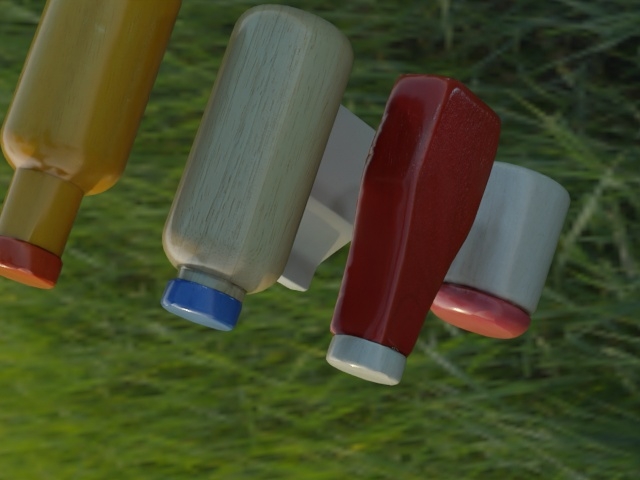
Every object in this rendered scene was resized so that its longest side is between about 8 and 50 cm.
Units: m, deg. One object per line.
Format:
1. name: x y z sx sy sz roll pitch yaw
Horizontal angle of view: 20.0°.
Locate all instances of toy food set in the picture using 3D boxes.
1. toy food set: 0.000 0.000 0.612 0.111 0.232 0.105 10 76 37
